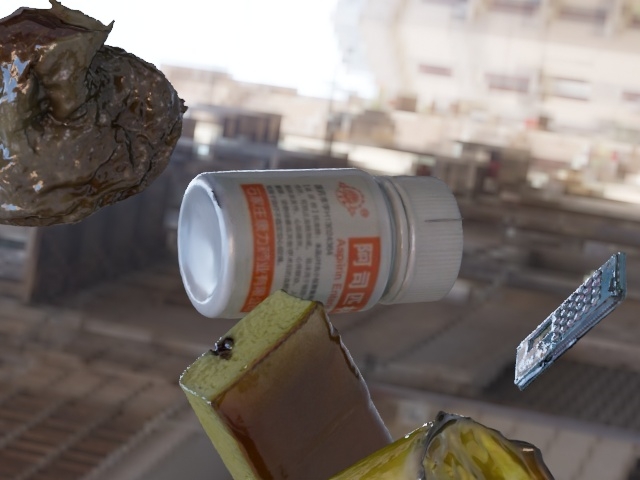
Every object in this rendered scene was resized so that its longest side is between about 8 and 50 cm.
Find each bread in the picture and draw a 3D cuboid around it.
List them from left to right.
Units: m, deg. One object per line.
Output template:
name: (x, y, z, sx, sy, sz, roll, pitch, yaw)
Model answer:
bread: (0.001, 0.214, 1.773, 0.138, 0.077, 0.361, -44, -49, -22)

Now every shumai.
shumai: (-0.218, -0.123, 1.590, 0.206, 0.166, 0.176, -42, -43, -32)

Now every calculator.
calculator: (0.225, 0.076, 1.756, 0.172, 0.018, 0.057, -50, 21, 46)

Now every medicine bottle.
medicine bottle: (0.000, 0.000, 1.861, 0.144, 0.252, 0.144, 17, 109, 62)

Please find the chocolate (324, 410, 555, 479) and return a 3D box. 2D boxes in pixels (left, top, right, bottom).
chocolate: (-0.030, 0.278, 1.412, 0.162, 0.445, 0.162, 33, -140, -34)
